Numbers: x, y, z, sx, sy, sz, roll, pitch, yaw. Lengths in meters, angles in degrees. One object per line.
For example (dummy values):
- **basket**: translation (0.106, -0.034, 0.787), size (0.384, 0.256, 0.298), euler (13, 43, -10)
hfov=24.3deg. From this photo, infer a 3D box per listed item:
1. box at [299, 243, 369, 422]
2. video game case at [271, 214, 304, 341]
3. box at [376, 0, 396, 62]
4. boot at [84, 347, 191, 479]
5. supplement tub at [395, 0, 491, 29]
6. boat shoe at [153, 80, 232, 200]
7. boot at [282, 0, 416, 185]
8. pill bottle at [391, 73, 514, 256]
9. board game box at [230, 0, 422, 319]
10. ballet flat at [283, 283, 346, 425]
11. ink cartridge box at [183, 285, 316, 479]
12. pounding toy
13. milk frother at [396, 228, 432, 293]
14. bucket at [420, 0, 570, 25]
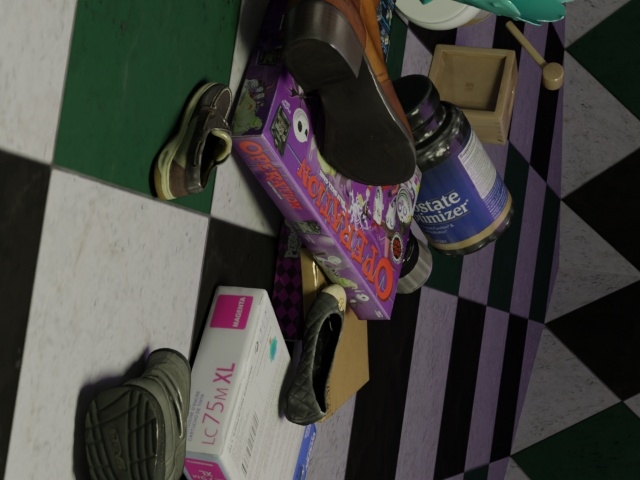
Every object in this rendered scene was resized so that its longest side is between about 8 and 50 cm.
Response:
- **box**: translation (0.019, 0.088, 1.703), size (0.164, 0.021, 0.201), euler (-31, 120, -67)
- **video game case**: translation (0.000, 0.000, 1.751), size (0.210, 0.042, 0.232), euler (7, 91, -73)
- **box**: translation (0.042, -0.291, 1.751), size (0.220, 0.051, 0.175), euler (31, 68, -73)
- **boot**: translation (-0.148, 0.223, 1.270), size (0.161, 0.084, 0.246), euler (-26, 124, -78)
- **supplement tub**: translation (0.171, -0.358, 2.009), size (0.200, 0.144, 0.144), euler (-30, 126, -70)
- **boat shoe**: translation (-0.102, -0.087, 1.333), size (0.152, 0.049, 0.056), euler (-68, 158, -43)
- **boot**: translation (0.040, -0.227, 1.559), size (0.264, 0.096, 0.280), euler (49, 38, -41)
- **pill bottle**: translation (0.144, -0.095, 1.848), size (0.219, 0.123, 0.122), euler (55, 39, -32)
- **board game box**: translation (0.016, -0.089, 1.606), size (0.347, 0.056, 0.208), euler (55, 45, -48)
- **ballet flat**: translation (0.005, 0.122, 1.582), size (0.057, 0.049, 0.173), euler (49, 45, -42)
- **ink cartridge box**: translation (-0.073, 0.205, 1.547), size (0.311, 0.065, 0.185), euler (70, 29, -54)
- **pounding toy**: translation (0.279, -0.245, 2.329), size (0.094, 0.206, 0.181), euler (67, 33, -61)
- **milk frother**: translation (0.130, -0.002, 2.025), size (0.135, 0.143, 0.129), euler (39, 53, -70)
- **bucket**: translation (0.199, -0.391, 1.713), size (0.281, 0.183, 0.281), euler (-31, 130, -46)
